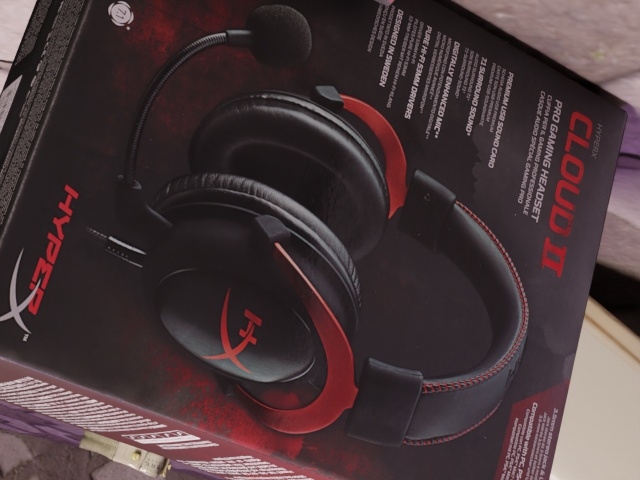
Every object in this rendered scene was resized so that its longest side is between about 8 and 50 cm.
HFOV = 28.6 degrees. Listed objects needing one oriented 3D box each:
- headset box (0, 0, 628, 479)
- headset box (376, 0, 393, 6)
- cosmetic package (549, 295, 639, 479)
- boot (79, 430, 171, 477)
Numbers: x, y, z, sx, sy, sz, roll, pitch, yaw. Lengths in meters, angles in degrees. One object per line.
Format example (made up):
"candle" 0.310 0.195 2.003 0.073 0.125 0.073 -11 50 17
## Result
"headset box" 0.000 0.000 0.559 0.293 0.218 0.110 25 160 -25
"headset box" 0.012 -0.125 0.475 0.083 0.032 0.062 19 163 -14
"cosmetic package" 0.225 0.168 0.844 0.309 0.113 0.160 40 170 4
"boot" -0.131 0.151 1.218 0.213 0.165 0.077 6 161 32
